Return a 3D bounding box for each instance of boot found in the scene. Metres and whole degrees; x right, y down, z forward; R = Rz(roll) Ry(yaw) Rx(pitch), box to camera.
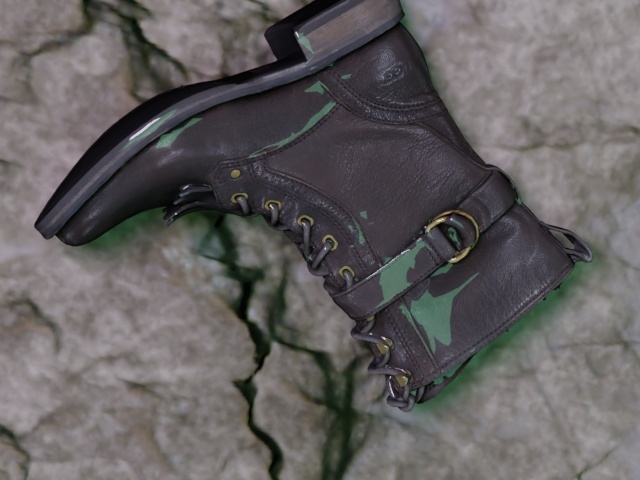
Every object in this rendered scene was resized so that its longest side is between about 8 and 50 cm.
[{"bbox_3d":[0.000,0.000,1.001,0.263,0.091,0.229,-31,103,-1],"label":"boot"}]
